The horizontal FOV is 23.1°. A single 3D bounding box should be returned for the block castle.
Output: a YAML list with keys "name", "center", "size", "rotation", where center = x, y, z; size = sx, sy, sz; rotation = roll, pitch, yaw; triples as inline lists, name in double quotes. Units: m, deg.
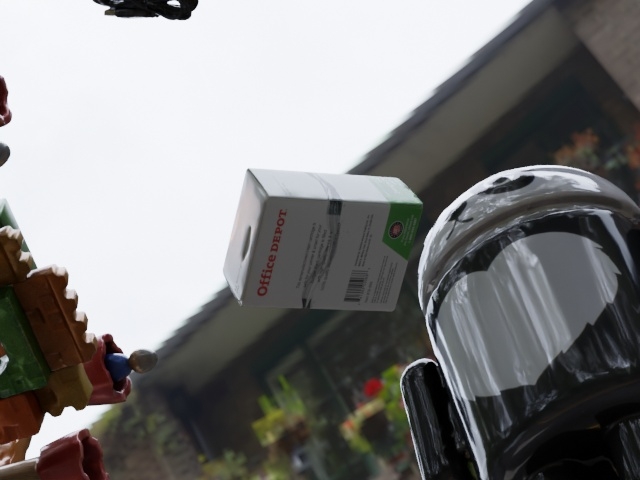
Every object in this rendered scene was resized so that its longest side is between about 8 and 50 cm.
- name: "block castle"
  center: [-0.341, 0.052, 1.690]
  size: [0.213, 0.303, 0.453]
  rotation: [-16, -65, 7]

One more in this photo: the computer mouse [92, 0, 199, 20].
- name: "computer mouse"
  center: [-0.190, -0.270, 1.388]
  size: [0.042, 0.106, 0.193]
  rotation: [-64, -36, -28]

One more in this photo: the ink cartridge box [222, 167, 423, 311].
- name: "ink cartridge box"
  center: [0.000, 0.000, 1.897]
  size: [0.208, 0.087, 0.153]
  rotation: [4, -64, -25]

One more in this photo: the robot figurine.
- name: "robot figurine"
  center: [0.163, 0.077, 1.020]
  size: [0.209, 0.278, 0.173]
  rotation: [-10, -40, -7]
